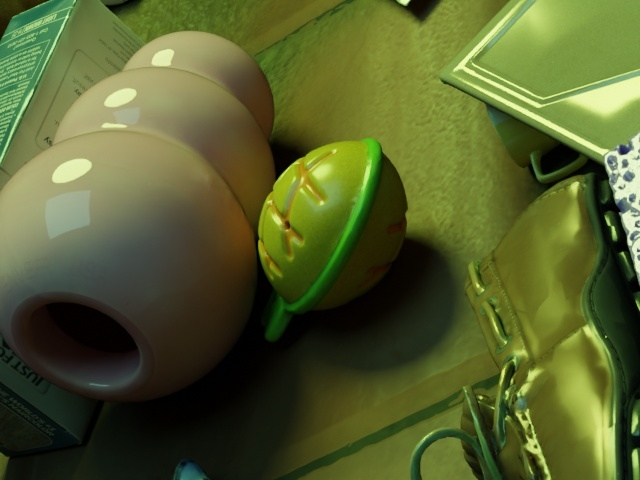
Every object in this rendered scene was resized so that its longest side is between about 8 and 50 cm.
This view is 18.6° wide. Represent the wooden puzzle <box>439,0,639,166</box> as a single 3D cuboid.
[{"bbox_3d":[0.212,-0.149,1.278,0.221,0.044,0.238,-46,32,-6],"label":"wooden puzzle"}]

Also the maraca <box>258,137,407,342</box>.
[{"bbox_3d":[0.000,0.000,1.401,0.186,0.099,0.127,-50,18,51],"label":"maraca"}]

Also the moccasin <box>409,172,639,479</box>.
[{"bbox_3d":[0.138,0.108,1.078,0.147,0.139,0.380,-35,34,20],"label":"moccasin"}]

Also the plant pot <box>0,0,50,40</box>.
[{"bbox_3d":[-0.387,-0.382,2.110,0.237,0.254,0.237,-29,37,25],"label":"plant pot"}]

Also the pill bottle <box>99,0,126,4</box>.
[{"bbox_3d":[-0.203,-0.313,1.983,0.078,0.078,0.137,-12,47,43],"label":"pill bottle"}]

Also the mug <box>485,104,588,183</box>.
[{"bbox_3d":[0.158,-0.085,1.351,0.064,0.078,0.062,-26,5,17],"label":"mug"}]

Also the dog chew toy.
[{"bbox_3d":[-0.126,-0.036,1.501,0.206,0.206,0.332,-21,32,35],"label":"dog chew toy"}]

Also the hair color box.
[{"bbox_3d":[-0.226,-0.017,1.605,0.105,0.174,0.347,-15,44,41],"label":"hair color box"}]

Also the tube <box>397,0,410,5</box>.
[{"bbox_3d":[0.039,-0.265,1.672,0.240,0.062,0.070,35,124,53],"label":"tube"}]

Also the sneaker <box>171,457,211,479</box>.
[{"bbox_3d":[-0.076,0.192,1.327,0.144,0.059,0.053,-120,43,-72],"label":"sneaker"}]

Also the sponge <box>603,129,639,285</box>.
[{"bbox_3d":[0.214,0.042,1.080,0.031,0.117,0.210,-32,36,20],"label":"sponge"}]
